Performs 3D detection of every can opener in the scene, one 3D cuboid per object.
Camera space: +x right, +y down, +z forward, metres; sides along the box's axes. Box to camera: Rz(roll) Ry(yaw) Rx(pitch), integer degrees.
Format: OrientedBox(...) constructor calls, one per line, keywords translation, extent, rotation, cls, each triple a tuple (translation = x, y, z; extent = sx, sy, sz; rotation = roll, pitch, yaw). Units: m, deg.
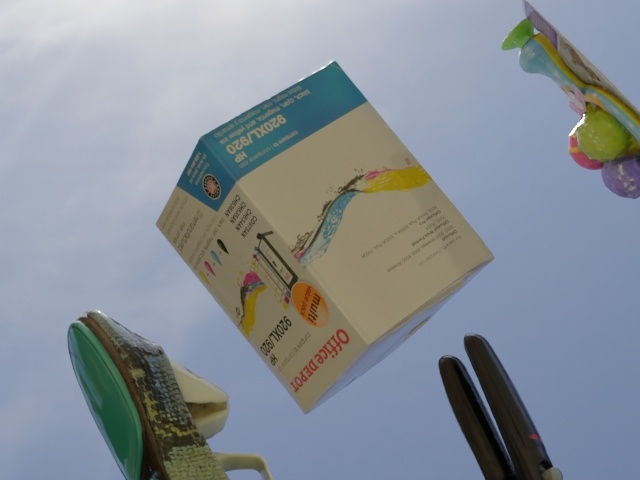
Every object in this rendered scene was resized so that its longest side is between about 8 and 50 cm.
OrientedBox(translation=(0.117, 0.136, 0.842), extent=(0.059, 0.073, 0.186), rotation=(-34, -132, 26), cls="can opener")

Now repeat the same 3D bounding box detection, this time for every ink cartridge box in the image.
OrientedBox(translation=(0.000, 0.000, 1.234), extent=(0.168, 0.171, 0.233), rotation=(-33, -101, -33), cls="ink cartridge box")

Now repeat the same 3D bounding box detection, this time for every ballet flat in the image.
OrientedBox(translation=(-0.063, 0.105, 0.657), extent=(0.070, 0.070, 0.188), rotation=(-30, -122, -1), cls="ballet flat")

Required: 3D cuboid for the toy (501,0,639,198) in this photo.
OrientedBox(translation=(0.241, -0.096, 1.190), extent=(0.056, 0.137, 0.237), rotation=(-37, -105, 1), cls="toy")
